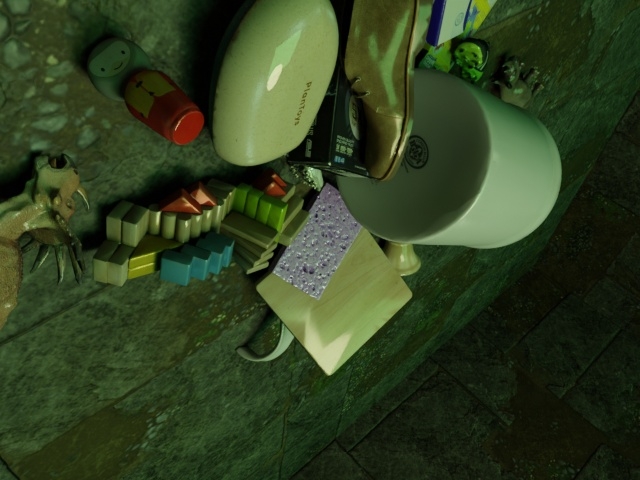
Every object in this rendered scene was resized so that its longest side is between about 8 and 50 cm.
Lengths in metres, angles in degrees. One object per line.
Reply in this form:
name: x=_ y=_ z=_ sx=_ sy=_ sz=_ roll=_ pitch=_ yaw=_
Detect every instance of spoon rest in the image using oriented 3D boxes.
spoon rest: x=-0.077 y=0.175 z=1.274 sx=0.276 sy=0.084 sz=0.137 roll=-52 pitch=153 yaw=9

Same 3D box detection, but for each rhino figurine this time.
rhino figurine: x=0.488 y=-0.389 z=1.388 sx=0.106 sy=0.073 sz=0.243 roll=-58 pitch=150 yaw=11

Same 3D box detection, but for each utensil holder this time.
utensil holder: x=0.261 y=-0.145 z=1.097 sx=0.386 sy=0.328 sz=0.327 roll=0 pitch=126 yaw=-54

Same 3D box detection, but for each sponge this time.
sponge: x=0.000 y=0.000 z=1.099 sx=0.117 sy=0.031 sz=0.210 roll=34 pitch=82 yaw=-22

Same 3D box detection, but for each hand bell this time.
hand bell: x=0.205 y=-0.040 z=1.424 sx=0.126 sy=0.126 sz=0.241 roll=-29 pitch=134 yaw=-34

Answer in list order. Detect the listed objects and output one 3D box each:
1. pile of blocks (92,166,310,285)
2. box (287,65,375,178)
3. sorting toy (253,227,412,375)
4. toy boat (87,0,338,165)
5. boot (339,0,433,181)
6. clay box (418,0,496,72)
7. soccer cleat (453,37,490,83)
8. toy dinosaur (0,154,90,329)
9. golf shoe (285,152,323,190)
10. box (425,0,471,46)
pile of blocks: x=-0.152 y=-0.029 z=0.824 sx=0.362 sy=0.149 sz=0.112 roll=-24 pitch=144 yaw=-39
box: x=0.035 y=-0.185 z=0.906 sx=0.180 sy=0.078 sz=0.147 roll=4 pitch=93 yaw=-59
sorting toy: x=0.022 y=0.102 z=1.184 sx=0.257 sy=0.089 sz=0.255 roll=-41 pitch=108 yaw=-14
toy boat: x=-0.114 y=-0.206 z=0.686 sx=0.318 sy=0.148 sz=0.267 roll=-30 pitch=153 yaw=-47
boot: x=0.078 y=-0.231 z=0.822 sx=0.115 sy=0.112 sz=0.305 roll=-7 pitch=121 yaw=-17
clay box: x=0.246 y=-0.408 z=1.023 sx=0.222 sy=0.053 sz=0.127 roll=-55 pitch=156 yaw=14
soccer cleat: x=0.292 y=-0.356 z=1.051 sx=0.072 sy=0.060 sz=0.179 roll=-63 pitch=167 yaw=6
toy dinosaur: x=-0.379 y=0.046 z=0.626 sx=0.295 sy=0.127 sz=0.200 roll=-50 pitch=161 yaw=15
golf shoe: x=-0.016 y=-0.151 z=0.962 sx=0.086 sy=0.069 sz=0.176 roll=-50 pitch=155 yaw=-10
box: x=0.155 y=-0.383 z=0.827 sx=0.072 sy=0.137 sz=0.126 roll=-35 pitch=150 yaw=-25
